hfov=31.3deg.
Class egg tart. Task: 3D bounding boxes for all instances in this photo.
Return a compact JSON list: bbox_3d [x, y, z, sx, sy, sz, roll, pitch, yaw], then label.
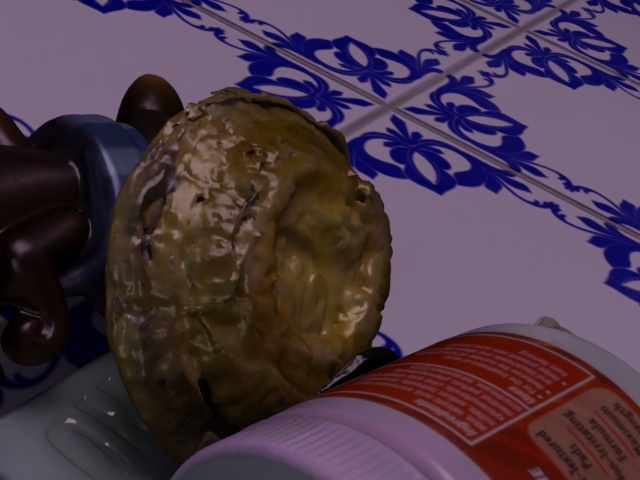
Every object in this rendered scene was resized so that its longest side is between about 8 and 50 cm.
[{"bbox_3d":[-0.027,0.028,0.773,0.095,0.279,0.279,-1,17,37],"label":"egg tart"}]

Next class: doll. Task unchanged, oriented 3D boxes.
[{"bbox_3d":[-0.218,-0.002,0.845,0.339,0.209,0.318,-11,42,-44],"label":"doll"}]

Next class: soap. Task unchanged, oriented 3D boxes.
[{"bbox_3d":[-0.141,0.145,0.788,0.119,0.067,0.198,30,33,20],"label":"soap"}]

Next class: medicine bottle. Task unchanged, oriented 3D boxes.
[{"bbox_3d":[0.069,0.194,0.644,0.240,0.253,0.252,-17,46,-43],"label":"medicine bottle"}]

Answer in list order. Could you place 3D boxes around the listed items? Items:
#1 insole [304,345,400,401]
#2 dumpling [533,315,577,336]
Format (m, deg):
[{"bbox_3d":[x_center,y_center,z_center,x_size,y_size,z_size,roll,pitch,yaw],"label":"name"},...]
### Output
[{"bbox_3d":[-0.081,0.166,0.679,0.348,0.119,0.009,-33,58,-26],"label":"insole"},{"bbox_3d":[0.230,0.106,1.058,0.076,0.052,0.057,30,45,22],"label":"dumpling"}]
